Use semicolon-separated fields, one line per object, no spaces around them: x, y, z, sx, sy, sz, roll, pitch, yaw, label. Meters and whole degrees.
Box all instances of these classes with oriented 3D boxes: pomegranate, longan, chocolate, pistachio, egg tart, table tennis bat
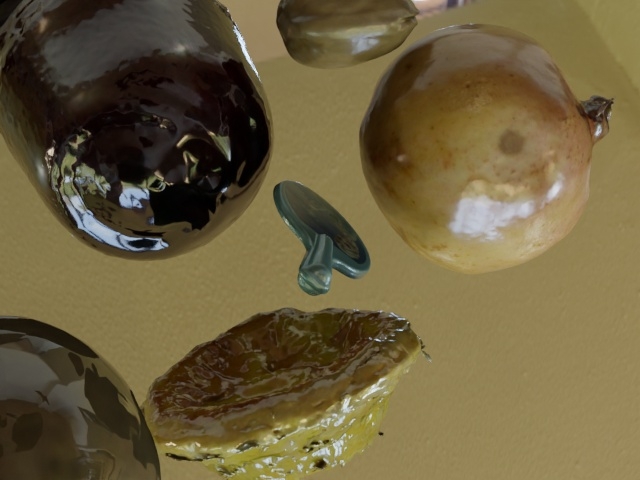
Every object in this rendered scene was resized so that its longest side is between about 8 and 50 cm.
0.221;-0.120;1.324;0.338;0.338;0.338;-1;-122;1;pomegranate
-0.280;0.229;0.826;0.288;0.288;0.350;7;-111;6;longan
-0.237;-0.136;1.333;0.383;0.384;0.331;-17;-129;-9;chocolate
0.030;-0.267;1.264;0.185;0.108;0.126;5;-161;23;pistachio
-0.038;0.180;1.157;0.341;0.132;0.341;-15;-166;4;egg tart
0.000;0.000;1.173;0.149;0.237;0.038;43;-72;-11;table tennis bat
